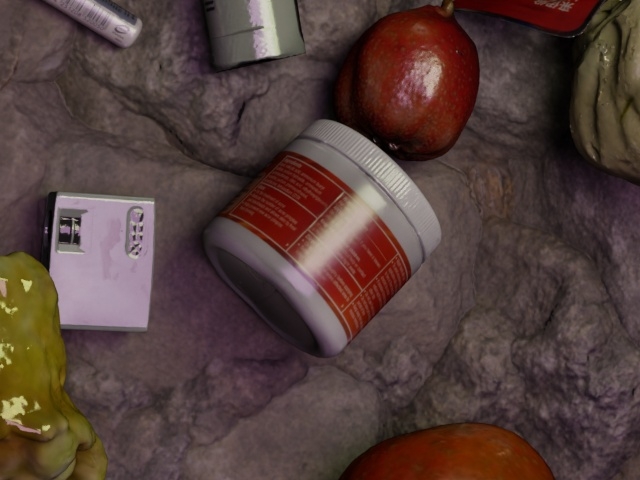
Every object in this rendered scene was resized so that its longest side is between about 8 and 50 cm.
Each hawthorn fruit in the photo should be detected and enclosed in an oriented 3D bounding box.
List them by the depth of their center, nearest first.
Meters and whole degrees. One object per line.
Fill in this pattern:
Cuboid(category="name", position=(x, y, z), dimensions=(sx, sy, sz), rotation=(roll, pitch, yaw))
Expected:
Cuboid(category="hawthorn fruit", position=(0.139, 0.344, 1.810), dimensions=(0.284, 0.284, 0.284), rotation=(0, 91, -21))
Cuboid(category="hawthorn fruit", position=(0.105, -0.186, 1.848), dimensions=(0.169, 0.169, 0.188), rotation=(25, 78, -20))

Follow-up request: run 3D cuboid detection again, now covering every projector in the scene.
Cuboid(category="projector", position=(-0.243, 0.023, 1.761), dimensions=(0.115, 0.061, 0.147), rotation=(4, 89, -23))
Cuboid(category="projector", position=(-0.094, -0.359, 1.790), dimensions=(0.108, 0.108, 0.337), rotation=(-11, 95, -21))

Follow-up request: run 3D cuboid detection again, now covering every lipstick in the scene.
Cuboid(category="lipstick", position=(-0.260, -0.258, 1.762), dimensions=(0.141, 0.040, 0.040), rotation=(30, 80, -18))

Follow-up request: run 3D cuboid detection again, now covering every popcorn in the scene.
Cuboid(category="popcorn", position=(-0.400, 0.175, 1.622), dimensions=(0.334, 0.293, 0.292), rotation=(-13, 137, 7))

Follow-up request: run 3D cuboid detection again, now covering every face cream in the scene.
Cuboid(category="face cream", position=(0.000, 0.000, 1.781), dimensions=(0.187, 0.201, 0.201), rotation=(-46, 106, -15))

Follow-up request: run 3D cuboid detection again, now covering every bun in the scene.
Cuboid(category="bun", position=(0.436, -0.234, 1.883), dimensions=(0.234, 0.362, 0.326), rotation=(38, 34, -12))

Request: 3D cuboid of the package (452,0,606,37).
Cuboid(category="package", position=(0.289, -0.338, 1.916), dimensions=(0.269, 0.194, 0.071), rotation=(-56, 131, -22))
